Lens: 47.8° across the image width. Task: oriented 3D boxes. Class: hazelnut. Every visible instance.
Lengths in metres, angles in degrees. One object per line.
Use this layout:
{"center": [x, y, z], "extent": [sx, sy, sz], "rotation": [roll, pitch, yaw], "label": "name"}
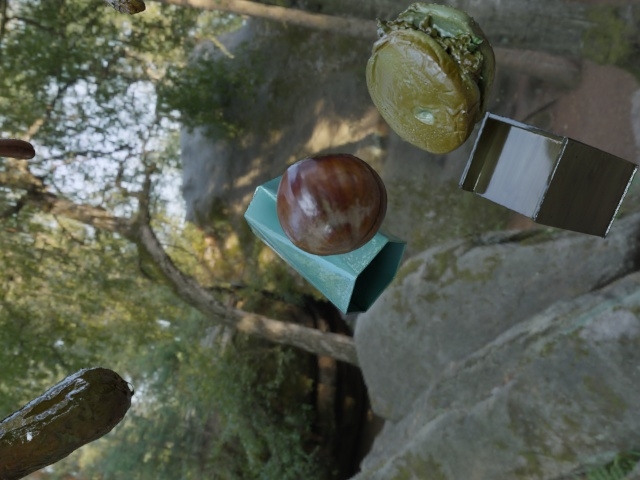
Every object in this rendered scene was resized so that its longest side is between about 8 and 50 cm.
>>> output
{"center": [0.008, -0.028, 0.553], "extent": [0.086, 0.086, 0.086], "rotation": [12, -90, -84], "label": "hazelnut"}

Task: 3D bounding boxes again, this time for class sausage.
{"center": [-0.602, -0.163, 1.277], "extent": [0.186, 0.043, 0.043], "rotation": [-5, -67, -38], "label": "sausage"}

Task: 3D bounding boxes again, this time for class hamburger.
{"center": [0.163, -0.230, 1.050], "extent": [0.122, 0.189, 0.215], "rotation": [-45, -32, -27], "label": "hamburger"}

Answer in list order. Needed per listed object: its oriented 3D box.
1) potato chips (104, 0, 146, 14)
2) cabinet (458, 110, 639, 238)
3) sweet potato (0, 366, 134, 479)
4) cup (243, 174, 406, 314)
{"center": [-0.174, -0.260, 0.596], "extent": [0.026, 0.037, 0.204], "rotation": [36, -145, -54], "label": "potato chips"}
{"center": [0.385, -0.105, 1.224], "extent": [0.175, 0.215, 0.148], "rotation": [34, 110, 48], "label": "cabinet"}
{"center": [-0.273, 0.192, 0.643], "extent": [0.233, 0.081, 0.062], "rotation": [-39, -56, -31], "label": "sweet potato"}
{"center": [0.000, 0.000, 1.138], "extent": [0.134, 0.236, 0.148], "rotation": [-27, -39, -44], "label": "cup"}
